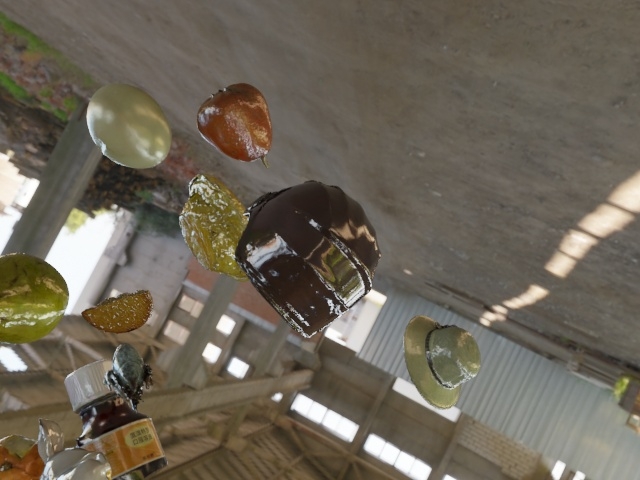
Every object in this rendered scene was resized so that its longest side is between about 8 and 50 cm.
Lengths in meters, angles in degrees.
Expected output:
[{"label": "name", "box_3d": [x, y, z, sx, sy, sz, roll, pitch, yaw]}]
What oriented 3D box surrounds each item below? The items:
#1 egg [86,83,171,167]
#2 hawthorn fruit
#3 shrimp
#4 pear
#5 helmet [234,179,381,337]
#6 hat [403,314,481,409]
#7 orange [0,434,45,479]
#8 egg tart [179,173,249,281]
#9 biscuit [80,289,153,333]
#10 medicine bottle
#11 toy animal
[{"label": "egg", "box_3d": [-0.562, -0.334, 1.867, 0.269, 0.219, 0.219, 55, 176, 0]}, {"label": "hawthorn fruit", "box_3d": [-0.212, -0.301, 1.731, 0.251, 0.199, 0.199, 55, 169, -14]}, {"label": "shrimp", "box_3d": [-0.357, 0.260, 1.181, 0.090, 0.079, 0.233, -8, -161, -19]}, {"label": "pear", "box_3d": [-0.826, 0.160, 1.710, 0.252, 0.253, 0.307, 26, -177, 18]}, {"label": "helmet", "box_3d": [0.000, 0.000, 1.036, 0.225, 0.177, 0.305, 46, -154, -21]}, {"label": "hat", "box_3d": [0.344, 0.304, 1.658, 0.130, 0.257, 0.257, -25, 140, 37]}, {"label": "orange", "box_3d": [-0.928, 0.712, 1.911, 0.240, 0.240, 0.240, 27, 176, 2]}, {"label": "egg tart", "box_3d": [-0.297, -0.022, 1.788, 0.341, 0.132, 0.341, 39, 145, 34]}, {"label": "biscuit", "box_3d": [-0.567, 0.210, 1.814, 0.025, 0.206, 0.126, -102, -6, -58]}, {"label": "medicine bottle", "box_3d": [-0.643, 0.570, 1.930, 0.395, 0.242, 0.242, 61, -177, 11]}, {"label": "toy animal", "box_3d": [-0.584, 0.562, 1.500, 0.325, 0.209, 0.154, 26, -141, 33]}]
